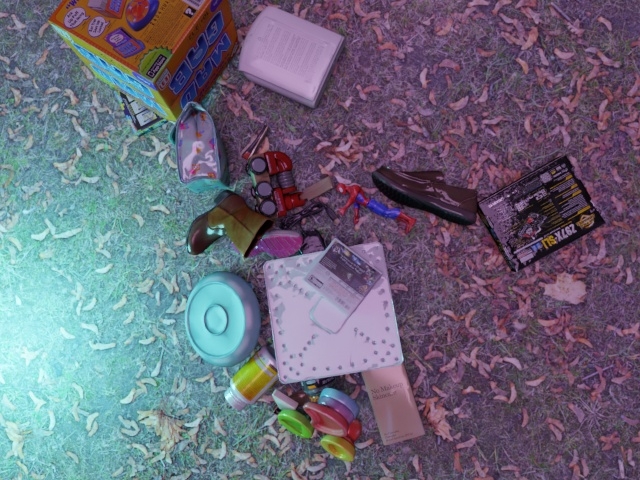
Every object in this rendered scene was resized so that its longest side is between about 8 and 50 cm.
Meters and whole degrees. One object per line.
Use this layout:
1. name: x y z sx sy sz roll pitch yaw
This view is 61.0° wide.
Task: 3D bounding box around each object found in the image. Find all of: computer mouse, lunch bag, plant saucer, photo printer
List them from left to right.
1. lunch bag: -0.392 -0.302 1.766 0.160 0.223 0.262 -9 90 -3
2. plant saucer: -0.336 0.260 1.794 0.317 0.043 0.318 -2 87 29
3. photo printer: -0.106 -0.612 1.799 0.307 0.107 0.256 24 92 4
4. computer mouse: 0.000 0.000 1.826 0.184 0.060 0.262 -33 83 0

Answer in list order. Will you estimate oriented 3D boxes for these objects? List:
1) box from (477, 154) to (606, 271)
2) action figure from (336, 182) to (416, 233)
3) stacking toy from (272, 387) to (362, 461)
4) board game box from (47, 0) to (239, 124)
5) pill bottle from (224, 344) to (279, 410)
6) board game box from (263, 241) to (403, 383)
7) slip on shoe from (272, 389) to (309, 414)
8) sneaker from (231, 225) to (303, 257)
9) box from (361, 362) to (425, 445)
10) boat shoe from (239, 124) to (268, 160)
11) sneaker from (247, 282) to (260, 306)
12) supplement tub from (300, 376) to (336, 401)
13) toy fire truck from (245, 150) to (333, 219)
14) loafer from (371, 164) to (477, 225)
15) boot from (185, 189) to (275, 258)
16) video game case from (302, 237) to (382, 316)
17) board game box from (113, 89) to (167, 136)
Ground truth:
1. box: 0.703 -0.087 1.757 0.322 0.079 0.257 -30 90 4
2. action figure: 0.159 -0.084 1.788 0.280 0.091 0.139 33 81 3
3. stacking toy: 0.004 0.549 1.747 0.279 0.309 0.130 18 52 23
4. board game box: -0.514 -0.635 1.678 0.356 0.356 0.357 32 82 4
5. pill bottle: -0.218 0.461 1.813 0.117 0.117 0.215 44 93 3
6. board game box: 0.036 0.228 1.728 0.389 0.050 0.390 -10 79 4
7. slip on shoe: -0.102 0.552 1.842 0.135 0.041 0.051 -24 89 4
8. sneaker: -0.168 -0.016 1.780 0.252 0.103 0.111 0 48 26
9. box: 0.225 0.483 1.776 0.147 0.121 0.311 -19 89 4
10. boat shoe: -0.223 -0.335 1.843 0.043 0.049 0.137 33 98 6
11. sneaker: -0.248 0.256 1.829 0.092 0.087 0.229 -11 91 5
12. supplement tub: -0.020 0.425 1.798 0.117 0.117 0.191 -19 89 4
13. toy fire truck: -0.103 -0.196 1.799 0.246 0.158 0.217 -14 95 -15
14. loafer: 0.344 -0.168 1.770 0.365 0.134 0.130 23 81 0
15. boot: -0.296 -0.010 1.758 0.264 0.096 0.280 -47 47 -6
16. video game case: 0.069 0.115 1.709 0.190 0.022 0.173 37 86 12
17. board game box: -0.607 -0.465 1.870 0.141 0.048 0.170 -26 88 2
